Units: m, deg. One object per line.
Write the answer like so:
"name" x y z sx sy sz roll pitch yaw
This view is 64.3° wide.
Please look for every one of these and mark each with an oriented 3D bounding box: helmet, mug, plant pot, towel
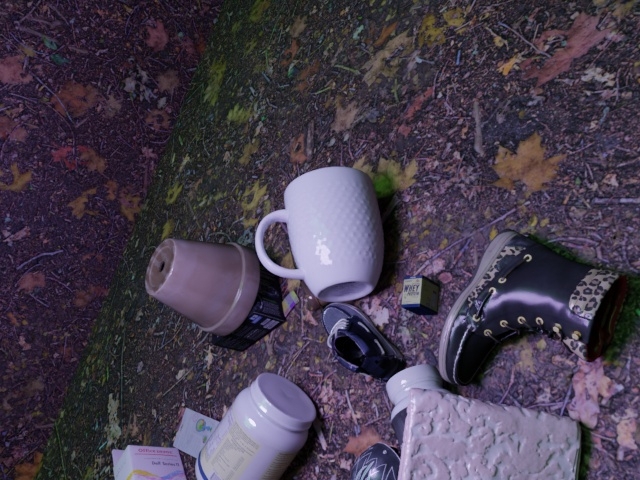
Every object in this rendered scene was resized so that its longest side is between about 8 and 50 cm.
"helmet" 0.147 0.551 1.159 0.169 0.161 0.169 -26 53 39
"mug" 0.000 0.000 1.465 0.276 0.374 0.328 110 155 -61
"plant pot" -0.404 0.129 1.679 0.323 0.280 0.323 -25 53 39
"towel" 0.309 0.463 0.950 0.053 0.332 0.317 99 -178 -74
"towel" -0.107 0.214 1.732 0.083 0.009 0.060 -52 40 13

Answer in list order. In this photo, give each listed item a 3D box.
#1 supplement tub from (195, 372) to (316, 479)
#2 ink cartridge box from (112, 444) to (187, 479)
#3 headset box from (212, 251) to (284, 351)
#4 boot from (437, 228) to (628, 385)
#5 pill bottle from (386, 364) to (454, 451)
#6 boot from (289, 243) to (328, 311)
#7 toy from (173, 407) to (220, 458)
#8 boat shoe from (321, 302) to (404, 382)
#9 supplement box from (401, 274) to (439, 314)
"supplement tub" -0.181 0.568 1.451 0.325 0.235 0.235 -56 40 9
"ink cartridge box" -0.587 0.837 1.771 0.119 0.207 0.353 -55 41 13
"headset box" -0.269 0.207 1.811 0.246 0.131 0.283 -38 45 30
"boot" 0.434 0.178 1.074 0.284 0.138 0.377 24 83 50
"pill bottle" 0.249 0.427 1.116 0.162 0.162 0.278 -42 44 24
"boot" -0.020 0.100 1.655 0.115 0.112 0.305 -27 40 -3
"toy" -0.406 0.685 1.776 0.237 0.056 0.137 2 68 43
"boat shoe" 0.073 0.256 1.399 0.340 0.158 0.127 32 95 50
"supplement box" 0.258 0.142 1.315 0.056 0.083 0.083 -10 62 43
